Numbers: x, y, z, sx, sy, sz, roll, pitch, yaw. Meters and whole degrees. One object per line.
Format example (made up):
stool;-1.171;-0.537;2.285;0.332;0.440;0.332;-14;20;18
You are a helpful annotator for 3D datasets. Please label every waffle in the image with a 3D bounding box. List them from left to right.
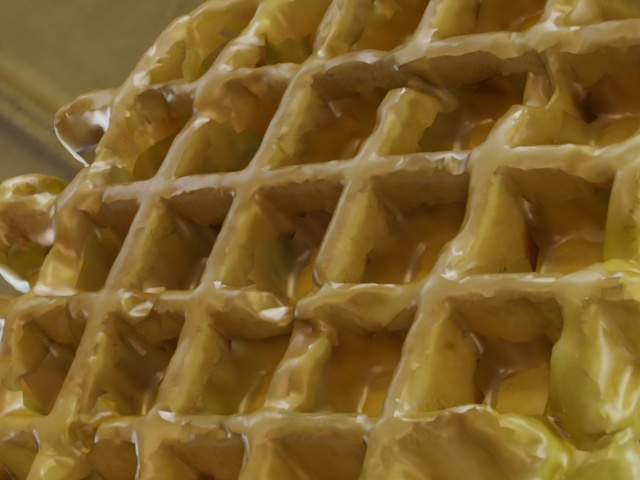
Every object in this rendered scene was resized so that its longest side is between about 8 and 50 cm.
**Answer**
waffle;0.009;-0.006;0.599;0.329;0.062;0.329;-27;-140;25
